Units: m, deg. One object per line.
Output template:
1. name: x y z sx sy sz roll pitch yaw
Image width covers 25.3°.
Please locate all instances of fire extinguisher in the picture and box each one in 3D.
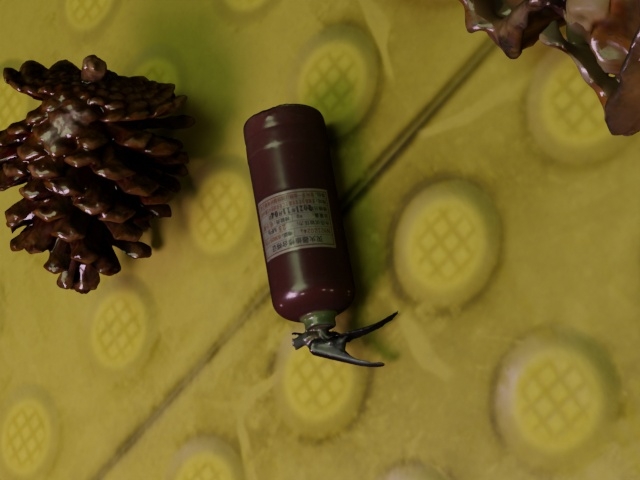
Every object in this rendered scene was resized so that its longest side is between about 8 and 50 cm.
1. fire extinguisher: 0.000 0.000 1.175 0.099 0.071 0.231 -15 69 7

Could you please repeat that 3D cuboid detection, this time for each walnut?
1. walnut: 0.202 -0.200 0.978 0.238 0.141 0.204 -131 31 -51

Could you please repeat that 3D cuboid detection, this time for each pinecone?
1. pinecone: -0.214 -0.059 1.295 0.185 0.168 0.212 24 96 38
